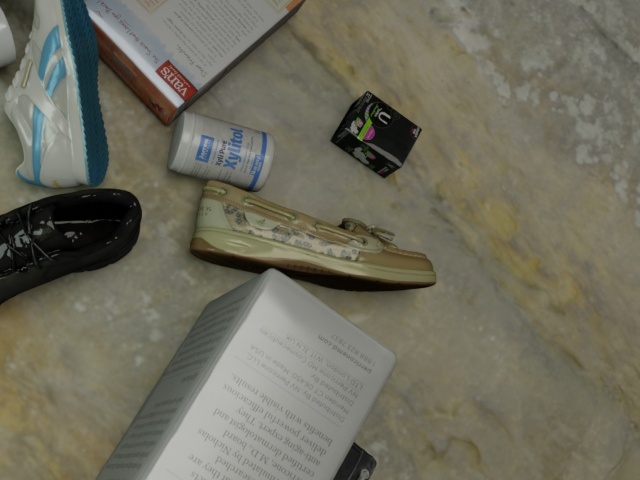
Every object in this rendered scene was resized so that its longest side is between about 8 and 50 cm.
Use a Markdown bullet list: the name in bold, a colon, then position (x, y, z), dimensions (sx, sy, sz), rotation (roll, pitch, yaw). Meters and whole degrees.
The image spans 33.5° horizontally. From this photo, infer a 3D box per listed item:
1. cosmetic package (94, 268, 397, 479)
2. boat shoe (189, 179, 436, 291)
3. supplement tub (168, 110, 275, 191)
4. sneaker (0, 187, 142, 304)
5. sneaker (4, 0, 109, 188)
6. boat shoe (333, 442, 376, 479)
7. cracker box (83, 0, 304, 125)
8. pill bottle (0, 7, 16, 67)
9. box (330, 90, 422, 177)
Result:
- **cosmetic package**: position (-0.131, 0.267, 1.019), dimensions (0.161, 0.230, 0.453), rotation (36, 69, -11)
- **boat shoe**: position (0.000, 0.000, 1.194), dimensions (0.285, 0.104, 0.089), rotation (12, 77, -17)
- **supplement tub**: position (-0.111, -0.099, 1.194), dimensions (0.107, 0.071, 0.071), rotation (13, 74, -18)
- **sneaker**: position (-0.309, 0.009, 1.064), dimensions (0.286, 0.130, 0.109), rotation (-27, 91, -22)
- **sneaker**: position (-0.284, -0.168, 1.112), dimensions (0.092, 0.087, 0.229), rotation (-3, 93, 9)
- **boat shoe**: position (-0.035, 0.338, 1.111), dimensions (0.102, 0.108, 0.301), rotation (35, 61, -8)
- **cracker box**: position (-0.145, -0.265, 1.220), dimensions (0.156, 0.067, 0.232), rotation (47, 66, -4)
- **pill bottle**: position (-0.406, -0.192, 1.091), dimensions (0.169, 0.094, 0.094), rotation (-22, 86, -23)
- **box**: position (0.067, -0.126, 1.276), dimensions (0.083, 0.052, 0.062), rotation (34, 70, -11)
